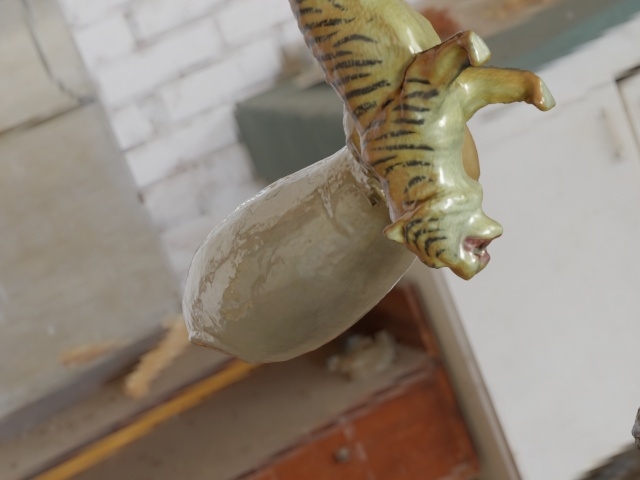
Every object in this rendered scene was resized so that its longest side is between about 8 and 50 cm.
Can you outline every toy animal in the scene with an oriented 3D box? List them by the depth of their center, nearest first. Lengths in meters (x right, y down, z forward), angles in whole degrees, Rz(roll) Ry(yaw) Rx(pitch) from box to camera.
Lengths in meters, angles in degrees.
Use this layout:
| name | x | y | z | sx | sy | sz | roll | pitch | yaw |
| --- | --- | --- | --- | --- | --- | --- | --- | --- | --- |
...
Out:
| name | x | y | z | sx | sy | sz | roll | pitch | yaw |
| --- | --- | --- | --- | --- | --- | --- | --- | --- | --- |
| toy animal | 0.034 | -0.098 | 0.901 | 0.099 | 0.241 | 0.057 | -29 | -1 | 31 |

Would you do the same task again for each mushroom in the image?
| name | x | y | z | sx | sy | sz | roll | pitch | yaw |
| --- | --- | --- | --- | --- | --- | --- | --- | --- | --- |
| mushroom | 0.000 | 0.000 | 1.353 | 0.128 | 0.128 | 0.350 | -36 | -6 | -37 |

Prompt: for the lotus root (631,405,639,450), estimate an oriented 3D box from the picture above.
| name | x | y | z | sx | sy | sz | roll | pitch | yaw |
| --- | --- | --- | --- | --- | --- | --- | --- | --- | --- |
| lotus root | 0.260 | 0.040 | 0.932 | 0.309 | 0.173 | 0.173 | -32 | 6 | 45 |
